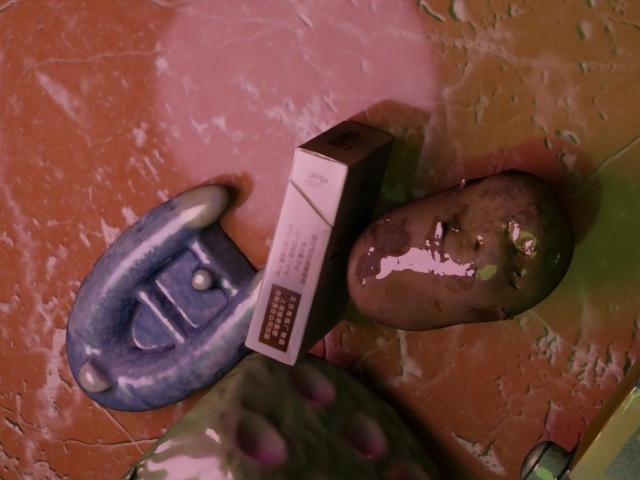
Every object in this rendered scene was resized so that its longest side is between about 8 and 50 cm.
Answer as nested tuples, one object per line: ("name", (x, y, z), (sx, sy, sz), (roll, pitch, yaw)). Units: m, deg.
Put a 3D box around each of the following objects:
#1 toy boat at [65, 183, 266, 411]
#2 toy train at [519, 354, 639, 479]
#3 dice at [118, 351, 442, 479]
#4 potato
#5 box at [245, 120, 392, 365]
("toy boat", (-0.193, 0.087, 1.450), (0.330, 0.123, 0.215), (-38, 91, 26))
("toy train", (0.413, 0.300, 1.248), (0.397, 0.160, 0.253), (34, 116, 10))
("dice", (-0.063, 0.332, 1.363), (0.322, 0.318, 0.330), (44, 117, 3))
("potato", (0.146, 0.014, 1.269), (0.262, 0.165, 0.164), (-14, 101, 37))
("box", (0.000, 0.000, 1.326), (0.067, 0.155, 0.242), (21, 114, 13))
